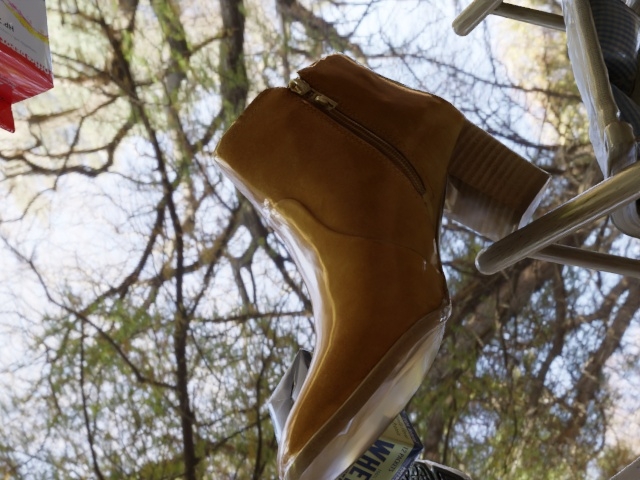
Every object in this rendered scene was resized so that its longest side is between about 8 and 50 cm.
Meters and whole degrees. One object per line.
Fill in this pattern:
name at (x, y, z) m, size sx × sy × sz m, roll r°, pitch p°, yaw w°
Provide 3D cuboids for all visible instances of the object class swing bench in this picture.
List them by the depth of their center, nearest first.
swing bench at (0.214, -0.130, 0.435) m, size 0.165 × 0.254 × 0.253 m, roll 9°, pitch -120°, yaw -10°

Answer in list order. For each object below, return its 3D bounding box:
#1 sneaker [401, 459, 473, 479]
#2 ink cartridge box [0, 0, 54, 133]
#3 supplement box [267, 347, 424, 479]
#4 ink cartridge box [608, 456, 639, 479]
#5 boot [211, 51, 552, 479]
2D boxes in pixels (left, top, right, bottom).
sneaker at (0.146, 0.368, 0.983) m, size 0.121 × 0.262 × 0.099 m, roll 3°, pitch -112°, yaw -35°
ink cartridge box at (-0.425, -0.272, 0.879) m, size 0.078 × 0.134 × 0.230 m, roll -17°, pitch -106°, yaw 15°
supplement box at (0.016, 0.136, 0.500) m, size 0.083 × 0.056 × 0.083 m, roll 23°, pitch -162°, yaw -24°
ink cartridge box at (0.496, 0.418, 0.940) m, size 0.223 × 0.045 × 0.224 m, roll -9°, pitch -136°, yaw -42°
boot at (0.000, -0.001, 0.460) m, size 0.211 × 0.104 × 0.295 m, roll 31°, pitch -118°, yaw 20°
